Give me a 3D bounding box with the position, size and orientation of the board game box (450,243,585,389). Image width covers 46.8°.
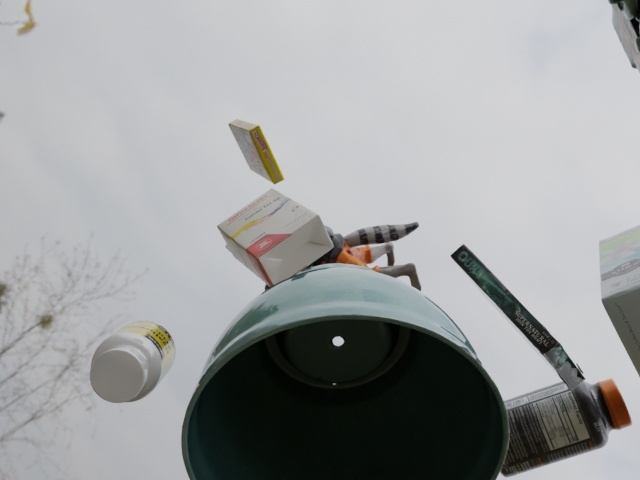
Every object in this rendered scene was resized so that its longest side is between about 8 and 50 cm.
[{"bbox_3d":[0.245,0.093,0.921,0.126,0.026,0.186,43,7,-48],"label":"board game box"}]

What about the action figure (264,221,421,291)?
[{"bbox_3d":[0.000,0.000,1.394,0.341,0.331,0.178,-104,-152,-64],"label":"action figure"}]

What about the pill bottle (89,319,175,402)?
[{"bbox_3d":[-0.176,0.114,0.691,0.065,0.065,0.116,56,1,-4],"label":"pill bottle"}]

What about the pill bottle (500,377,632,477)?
[{"bbox_3d":[0.421,0.326,1.322,0.130,0.246,0.130,-21,90,-79],"label":"pill bottle"}]

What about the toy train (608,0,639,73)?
[{"bbox_3d":[0.484,-0.249,0.976,0.190,0.142,0.333,45,28,-61],"label":"toy train"}]

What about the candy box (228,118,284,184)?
[{"bbox_3d":[-0.120,-0.166,1.352,0.105,0.027,0.206,63,-9,-18],"label":"candy box"}]

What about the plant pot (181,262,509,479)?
[{"bbox_3d":[0.020,0.143,0.747,0.196,0.293,0.292,-94,168,-62],"label":"plant pot"}]

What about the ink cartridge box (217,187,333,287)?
[{"bbox_3d":[-0.082,-0.013,1.148,0.198,0.115,0.067,31,-28,56],"label":"ink cartridge box"}]

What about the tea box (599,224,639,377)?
[{"bbox_3d":[0.576,0.138,1.073,0.220,0.323,0.328,-26,-85,23],"label":"tea box"}]
